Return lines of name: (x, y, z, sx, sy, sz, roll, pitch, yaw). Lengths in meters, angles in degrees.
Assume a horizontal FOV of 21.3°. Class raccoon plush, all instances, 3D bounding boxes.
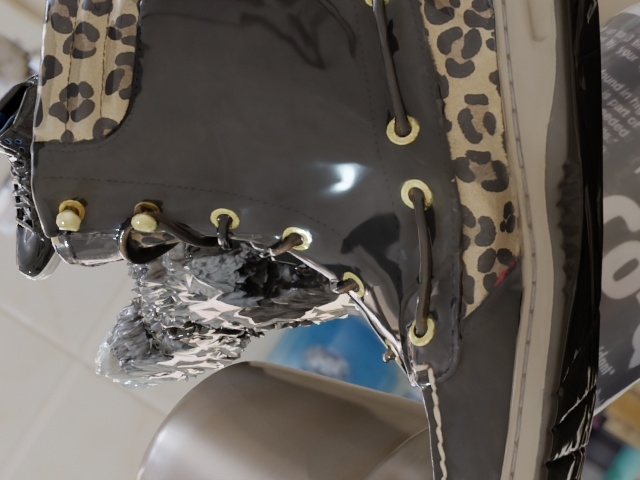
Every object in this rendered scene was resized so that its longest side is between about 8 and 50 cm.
raccoon plush: (-0.097, -0.077, 1.427, 0.216, 0.299, 0.446, 15, 152, -40)

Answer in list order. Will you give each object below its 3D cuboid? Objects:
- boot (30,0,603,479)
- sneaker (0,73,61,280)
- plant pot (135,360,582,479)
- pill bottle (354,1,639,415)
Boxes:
boot: (0.000, 0.000, 0.897, 0.284, 0.377, 0.138, 2, -171, 17)
sneaker: (-0.311, -0.071, 1.770, 0.121, 0.217, 0.079, 12, -174, -45)
plant pot: (0.008, 0.243, 1.375, 0.280, 0.323, 0.323, 29, 173, 35)
pill bottle: (0.200, -0.028, 1.115, 0.204, 0.361, 0.204, 52, 175, 6)
